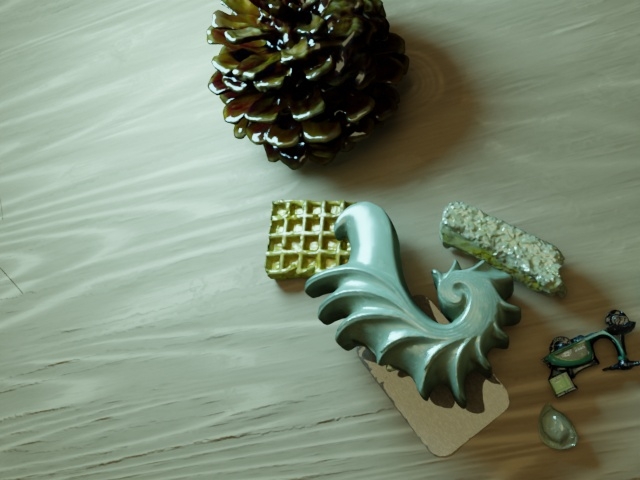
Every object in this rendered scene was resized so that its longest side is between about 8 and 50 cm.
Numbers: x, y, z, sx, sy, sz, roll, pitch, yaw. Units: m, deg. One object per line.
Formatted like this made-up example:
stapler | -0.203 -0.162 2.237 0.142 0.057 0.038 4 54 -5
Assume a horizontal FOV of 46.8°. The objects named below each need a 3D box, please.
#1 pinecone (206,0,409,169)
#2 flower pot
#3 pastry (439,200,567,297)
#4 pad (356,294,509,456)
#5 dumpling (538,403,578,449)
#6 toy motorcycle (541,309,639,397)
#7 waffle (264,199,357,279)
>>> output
pinecone | -0.044 -0.358 1.433 0.398 0.398 0.397 -6 72 18
flower pot | 0.151 0.113 1.300 0.367 0.164 0.254 29 81 20
pastry | 0.323 0.015 1.303 0.258 0.121 0.089 26 89 23
pad | 0.199 0.241 1.343 0.176 0.002 0.266 -40 65 5
dumpling | 0.391 0.315 1.233 0.077 0.043 0.059 46 114 22
toy motorcycle | 0.455 0.189 1.240 0.173 0.058 0.100 -28 74 11
waffle | 0.000 0.000 1.458 0.211 0.055 0.160 1 74 19
